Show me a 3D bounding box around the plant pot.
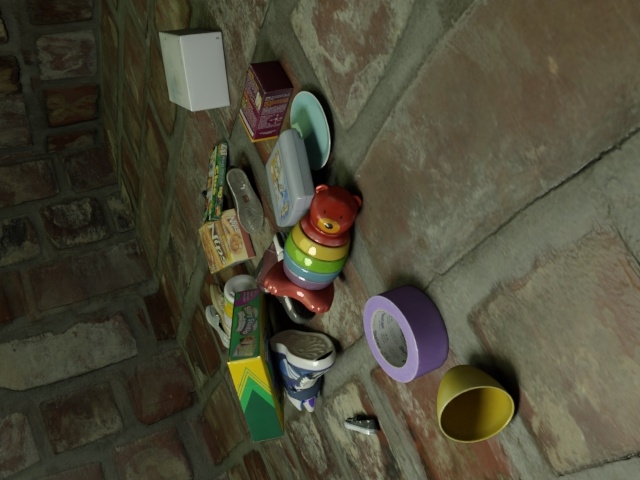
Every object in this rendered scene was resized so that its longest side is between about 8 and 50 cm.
[{"bbox_3d":[0.267,0.281,1.041,0.095,0.134,0.134,-103,11,-60],"label":"plant pot"}]

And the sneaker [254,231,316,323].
[{"bbox_3d":[-0.100,0.127,1.533,0.162,0.106,0.281,-46,42,34],"label":"sneaker"}]

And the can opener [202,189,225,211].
[{"bbox_3d":[-0.397,-0.147,2.157,0.059,0.073,0.186,43,175,-33],"label":"can opener"}]

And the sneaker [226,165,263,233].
[{"bbox_3d":[-0.240,-0.136,1.841,0.118,0.083,0.222,-126,19,-71],"label":"sneaker"}]

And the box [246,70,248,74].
[{"bbox_3d":[-0.178,-0.430,1.590,0.067,0.018,0.083,14,117,60],"label":"box"}]

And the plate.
[{"bbox_3d":[-0.019,-0.262,1.375,0.188,0.024,0.188,39,137,48],"label":"plate"}]

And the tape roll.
[{"bbox_3d":[0.174,0.193,1.202,0.189,0.080,0.189,38,137,49],"label":"tape roll"}]

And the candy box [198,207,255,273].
[{"bbox_3d":[-0.347,0.006,2.093,0.316,0.087,0.183,-23,83,64],"label":"candy box"}]

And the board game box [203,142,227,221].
[{"bbox_3d":[-0.360,-0.195,1.970,0.136,0.030,0.260,-7,78,60],"label":"board game box"}]

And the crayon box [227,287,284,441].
[{"bbox_3d":[-0.197,0.377,1.800,0.363,0.106,0.313,-100,-2,-63],"label":"crayon box"}]

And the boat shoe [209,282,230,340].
[{"bbox_3d":[-0.366,0.282,2.316,0.285,0.089,0.104,60,177,30],"label":"boat shoe"}]

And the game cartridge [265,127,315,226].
[{"bbox_3d":[-0.081,-0.140,1.463,0.297,0.062,0.198,141,122,-72],"label":"game cartridge"}]

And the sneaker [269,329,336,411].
[{"bbox_3d":[-0.027,0.397,1.676,0.323,0.130,0.236,3,114,60],"label":"sneaker"}]

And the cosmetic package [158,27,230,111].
[{"bbox_3d":[-0.401,-0.546,1.827,0.224,0.138,0.224,32,132,52],"label":"cosmetic package"}]

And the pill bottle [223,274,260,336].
[{"bbox_3d":[-0.275,0.250,2.042,0.136,0.136,0.246,52,147,36],"label":"pill bottle"}]

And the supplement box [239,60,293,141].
[{"bbox_3d":[-0.146,-0.360,1.499,0.104,0.081,0.188,63,152,22],"label":"supplement box"}]

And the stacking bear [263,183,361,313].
[{"bbox_3d":[0.000,0.000,1.349,0.175,0.164,0.289,24,127,1],"label":"stacking bear"}]

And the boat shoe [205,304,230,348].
[{"bbox_3d":[-0.415,0.351,2.454,0.227,0.079,0.081,53,138,27],"label":"boat shoe"}]

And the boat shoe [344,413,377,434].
[{"bbox_3d":[0.110,0.488,1.544,0.142,0.049,0.040,-13,74,62],"label":"boat shoe"}]
